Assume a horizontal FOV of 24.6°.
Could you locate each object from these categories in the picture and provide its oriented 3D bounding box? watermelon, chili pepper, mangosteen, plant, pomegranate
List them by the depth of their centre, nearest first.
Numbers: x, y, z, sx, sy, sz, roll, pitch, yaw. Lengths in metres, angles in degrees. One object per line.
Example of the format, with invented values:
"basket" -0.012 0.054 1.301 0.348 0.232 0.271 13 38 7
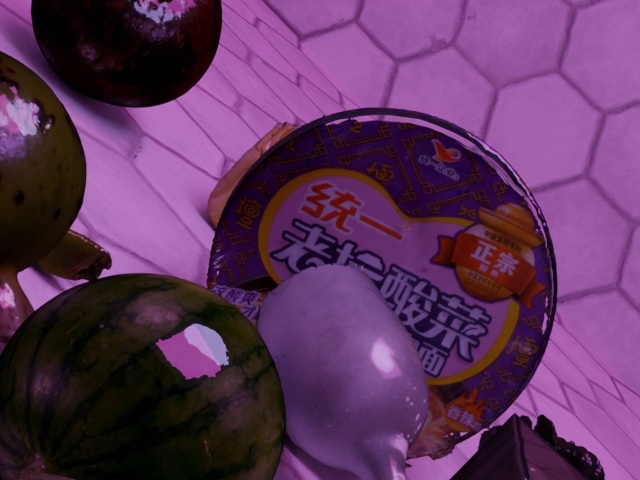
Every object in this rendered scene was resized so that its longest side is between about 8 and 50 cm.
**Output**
"watermelon" -0.122 0.117 0.920 0.188 0.188 0.214 46 38 12
"pomegranate" -0.252 -0.020 0.997 0.202 0.202 0.248 -3 76 -73
"chili pepper" -0.264 -0.035 1.265 0.202 0.052 0.050 48 42 10
"plant" 0.233 0.273 1.601 0.131 0.142 0.203 32 -18 34
"mangosteen" -0.246 -0.267 1.796 0.235 0.235 0.261 42 -30 -10

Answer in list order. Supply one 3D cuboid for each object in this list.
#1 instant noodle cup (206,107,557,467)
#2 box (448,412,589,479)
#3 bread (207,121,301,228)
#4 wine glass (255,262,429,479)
"instant noodle cup" 0.068 0.054 1.494 0.340 0.340 0.266 46 1 8
"box" 0.231 0.320 1.431 0.252 0.153 0.188 41 12 -6
"bread" 0.000 0.000 1.760 0.288 0.152 0.119 45 18 8
"wine glass" 0.040 0.166 1.223 0.143 0.143 0.321 32 29 -43
